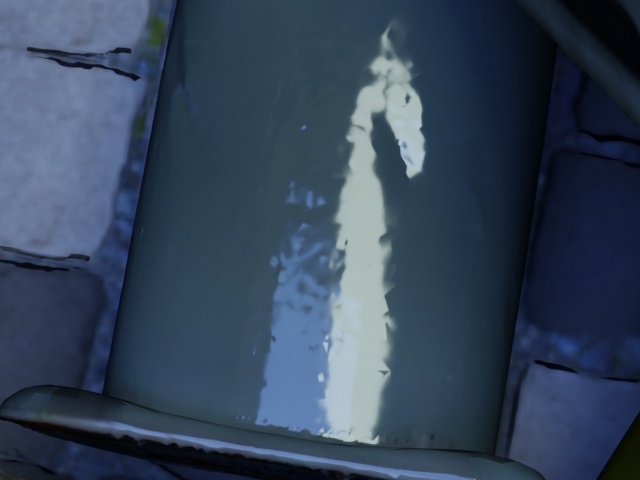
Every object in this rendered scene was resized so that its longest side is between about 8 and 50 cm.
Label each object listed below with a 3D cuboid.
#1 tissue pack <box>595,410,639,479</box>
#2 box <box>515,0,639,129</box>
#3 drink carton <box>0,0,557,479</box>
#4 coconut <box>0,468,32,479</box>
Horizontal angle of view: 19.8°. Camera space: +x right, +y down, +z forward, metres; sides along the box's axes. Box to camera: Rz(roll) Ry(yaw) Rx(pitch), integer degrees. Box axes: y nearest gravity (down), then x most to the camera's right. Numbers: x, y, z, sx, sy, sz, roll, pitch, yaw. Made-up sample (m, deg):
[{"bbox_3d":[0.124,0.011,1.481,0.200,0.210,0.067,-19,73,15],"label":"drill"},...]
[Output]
[{"bbox_3d":[0.202,0.178,0.582,0.264,0.253,0.416,31,91,-13],"label":"tissue pack"},{"bbox_3d":[0.211,-0.172,0.559,0.373,0.367,0.090,-23,130,-7],"label":"box"},{"bbox_3d":[0.000,0.000,0.671,0.185,0.191,0.189,4,79,9],"label":"drink carton"},{"bbox_3d":[-0.150,0.191,0.636,0.247,0.245,0.245,43,93,18],"label":"coconut"}]
